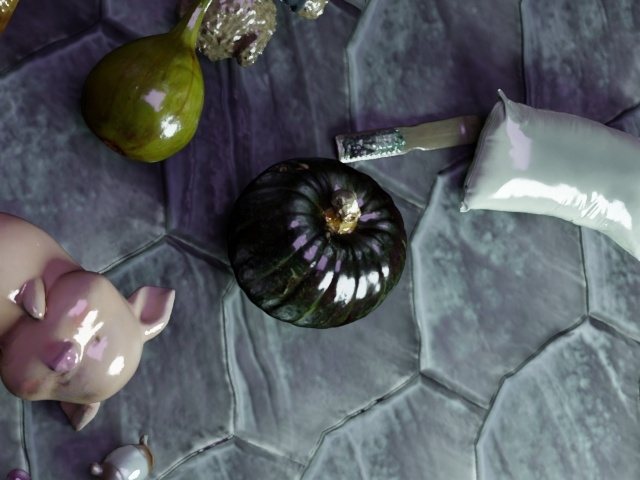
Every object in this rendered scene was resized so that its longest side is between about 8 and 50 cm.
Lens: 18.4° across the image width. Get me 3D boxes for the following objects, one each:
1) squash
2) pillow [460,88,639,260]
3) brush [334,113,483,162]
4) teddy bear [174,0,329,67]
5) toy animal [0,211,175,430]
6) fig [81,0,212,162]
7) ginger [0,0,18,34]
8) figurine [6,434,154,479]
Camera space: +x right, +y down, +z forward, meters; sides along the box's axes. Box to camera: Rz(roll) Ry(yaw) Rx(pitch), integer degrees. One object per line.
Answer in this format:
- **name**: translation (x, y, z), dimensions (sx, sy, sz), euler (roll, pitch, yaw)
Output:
- **squash**: translation (-0.002, 0.003, 2.059), dimensions (0.193, 0.156, 0.193), euler (20, 63, -46)
- **pillow**: translation (0.286, -0.072, 2.252), dimensions (0.254, 0.078, 0.144), euler (14, 86, -23)
- **brush**: translation (0.104, -0.115, 2.197), dimensions (0.190, 0.027, 0.034), euler (-9, 88, -28)
- **teddy bear**: translation (-0.073, -0.311, 2.084), dimensions (0.182, 0.129, 0.251), euler (17, 76, 15)
- **toy animal**: translation (-0.284, 0.070, 1.912), dimensions (0.250, 0.166, 0.154), euler (36, 28, -22)
- **fig**: translation (-0.154, -0.194, 2.016), dimensions (0.124, 0.124, 0.236), euler (29, 85, -19)
- **ginger**: translation (-0.360, -0.316, 1.920), dimensions (0.165, 0.172, 0.321), euler (5, 79, -42)
- **figurine**: translation (-0.194, 0.288, 1.949), dimensions (0.260, 0.103, 0.205), euler (23, 74, -32)
